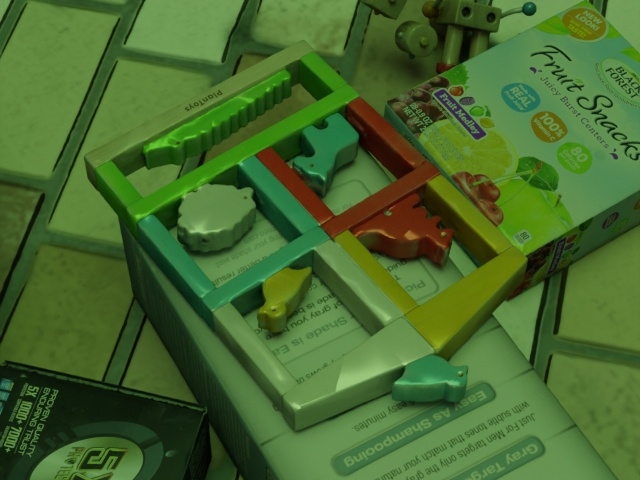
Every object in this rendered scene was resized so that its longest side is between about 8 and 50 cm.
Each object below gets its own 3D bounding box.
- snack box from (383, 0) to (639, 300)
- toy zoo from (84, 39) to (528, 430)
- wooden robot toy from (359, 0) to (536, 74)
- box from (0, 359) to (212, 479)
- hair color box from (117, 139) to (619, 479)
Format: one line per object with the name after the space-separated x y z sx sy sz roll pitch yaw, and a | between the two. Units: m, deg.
0.180 -0.077 1.094 0.207 0.070 0.174 -29 63 -21 | snack box
0.000 0.000 0.926 0.192 0.030 0.293 -32 61 -22 | toy zoo
0.106 -0.181 1.181 0.173 0.076 0.079 10 11 -22 | wooden robot toy
-0.166 0.185 0.901 0.147 0.077 0.180 13 55 7 | box
0.029 0.105 0.940 0.185 0.113 0.374 -25 58 -17 | hair color box
